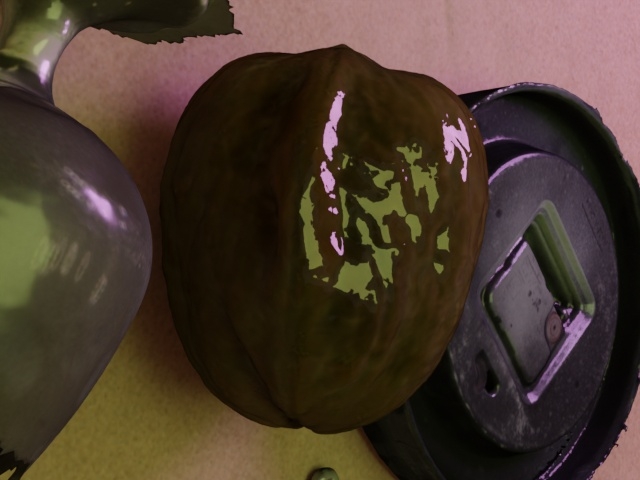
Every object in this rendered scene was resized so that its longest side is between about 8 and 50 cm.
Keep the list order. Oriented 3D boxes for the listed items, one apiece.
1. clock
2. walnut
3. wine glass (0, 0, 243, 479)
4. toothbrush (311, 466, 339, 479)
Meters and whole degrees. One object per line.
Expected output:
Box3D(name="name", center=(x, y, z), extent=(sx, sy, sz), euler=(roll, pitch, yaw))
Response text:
Box3D(name="clock", center=(0.163, 0.052, 1.348), extent=(0.386, 0.076, 0.386), euler=(-2, 92, -47))
Box3D(name="walnut", center=(0.000, 0.000, 1.076), extent=(0.283, 0.227, 0.283), euler=(6, 90, -76))
Box3D(name="wine glass", center=(-0.195, -0.037, 0.885), extent=(0.238, 0.238, 0.323), euler=(35, 68, -40))
Box3D(name="toothbrush", center=(0.034, 0.373, 1.252), extent=(0.040, 0.040, 0.386), euler=(-16, 101, -44))
